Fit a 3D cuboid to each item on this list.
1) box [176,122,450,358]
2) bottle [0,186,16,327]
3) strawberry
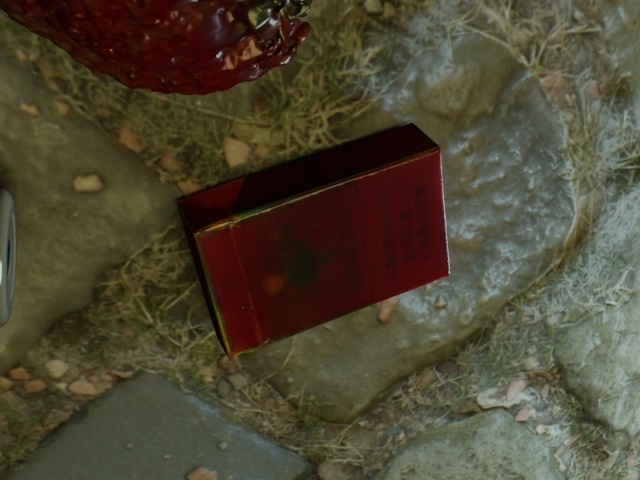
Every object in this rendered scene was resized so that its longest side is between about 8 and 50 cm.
[{"bbox_3d":[0.001,-0.001,1.012,0.313,0.089,0.197,-20,127,-13],"label":"box"},{"bbox_3d":[-0.428,0.016,0.800,0.236,0.147,0.147,1,118,-16],"label":"bottle"},{"bbox_3d":[-0.172,-0.270,0.687,0.351,0.267,0.312,7,124,0],"label":"strawberry"}]
